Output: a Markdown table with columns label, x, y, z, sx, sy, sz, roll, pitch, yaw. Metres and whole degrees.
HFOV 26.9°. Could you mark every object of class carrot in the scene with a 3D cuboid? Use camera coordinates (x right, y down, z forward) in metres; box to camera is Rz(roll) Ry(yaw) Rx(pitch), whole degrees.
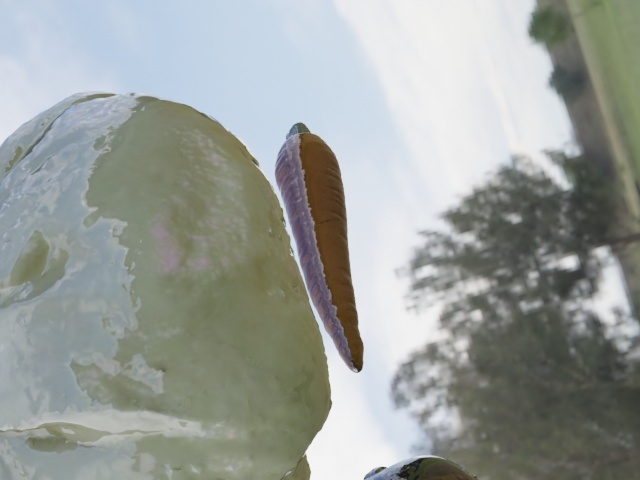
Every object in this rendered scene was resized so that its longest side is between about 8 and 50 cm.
| label | x | y | z | sx | sy | sz | roll | pitch | yaw |
| --- | --- | --- | --- | --- | --- | --- | --- | --- | --- |
| carrot | 0.000 | 0.000 | 1.308 | 0.069 | 0.069 | 0.336 | 57 | -164 | -46 |

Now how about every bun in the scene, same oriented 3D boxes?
| label | x | y | z | sx | sy | sz | roll | pitch | yaw |
| --- | --- | --- | --- | --- | --- | --- | --- | --- | --- |
| bun | -0.143 | 0.088 | 0.844 | 0.365 | 0.219 | 0.365 | 175 | 90 | -70 |

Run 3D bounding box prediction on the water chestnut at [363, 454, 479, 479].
| label | x | y | z | sx | sy | sz | roll | pitch | yaw |
| --- | --- | --- | --- | --- | --- | --- | --- | --- | --- |
| water chestnut | 0.103 | 0.363 | 1.492 | 0.238 | 0.224 | 0.223 | 64 | -168 | 15 |
